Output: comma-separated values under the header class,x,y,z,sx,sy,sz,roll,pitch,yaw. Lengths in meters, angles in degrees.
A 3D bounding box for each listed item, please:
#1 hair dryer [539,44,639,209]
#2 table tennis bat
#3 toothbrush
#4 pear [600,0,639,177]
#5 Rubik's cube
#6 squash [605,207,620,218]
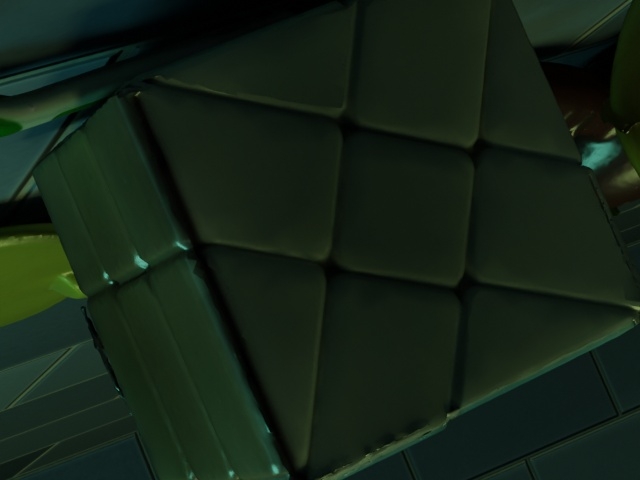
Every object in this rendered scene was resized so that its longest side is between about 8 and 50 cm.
class,x,y,z,sx,sy,sz,roll,pitch,yaw
hair dryer,0.231,-0.137,1.423,0.340,0.123,0.312,3,145,-48
table tennis bat,-0.205,0.022,1.284,0.369,0.054,0.224,-12,166,-24
toothbrush,-0.182,-0.063,0.890,0.418,0.040,0.042,-23,177,-33
pear,0.349,-0.107,1.175,0.309,0.309,0.309,-23,172,-3
Rubik's cube,0.000,0.000,0.994,0.231,0.221,0.225,-24,180,-21
squash,0.114,-0.009,1.663,0.237,0.204,0.155,-21,149,-21
